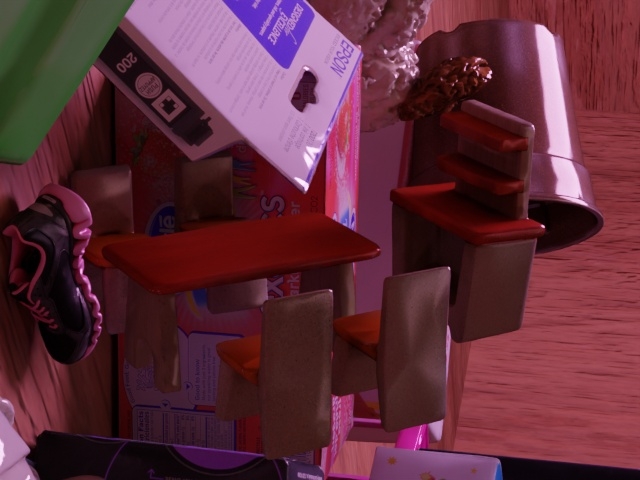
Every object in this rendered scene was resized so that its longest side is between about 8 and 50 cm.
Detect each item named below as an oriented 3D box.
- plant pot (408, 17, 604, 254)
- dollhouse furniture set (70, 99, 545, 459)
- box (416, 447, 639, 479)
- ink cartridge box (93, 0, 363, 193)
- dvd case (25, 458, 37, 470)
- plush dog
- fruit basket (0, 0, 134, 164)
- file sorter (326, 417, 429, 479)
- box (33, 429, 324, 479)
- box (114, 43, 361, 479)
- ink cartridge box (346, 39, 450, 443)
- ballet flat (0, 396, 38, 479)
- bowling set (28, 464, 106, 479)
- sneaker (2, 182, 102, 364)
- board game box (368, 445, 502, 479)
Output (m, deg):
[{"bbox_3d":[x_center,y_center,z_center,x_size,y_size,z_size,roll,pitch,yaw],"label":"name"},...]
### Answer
[{"bbox_3d":[0.145,-0.085,1.543,0.167,0.167,0.165,61,25,-70],"label":"plant pot"},{"bbox_3d":[0.000,0.000,1.122,0.262,0.259,0.135,30,-56,54],"label":"dollhouse furniture set"},{"bbox_3d":[0.213,0.255,1.562,0.184,0.261,0.103,68,29,-64],"label":"box"},{"bbox_3d":[-0.074,-0.135,1.144,0.208,0.045,0.206,44,29,-13],"label":"ink cartridge box"},{"bbox_3d":[-0.190,0.159,1.055,0.119,0.013,0.087,54,41,-71],"label":"dvd case"},{"bbox_3d":[0.011,-0.175,1.437,0.210,0.262,0.225,-54,149,-34],"label":"plush dog"},{"bbox_3d":[-0.127,-0.217,0.513,0.392,0.283,0.392,20,90,-79],"label":"fruit basket"},{"bbox_3d":[-0.008,0.314,1.613,0.202,0.182,0.290,-69,159,-53],"label":"file sorter"},{"bbox_3d":[-0.099,0.263,1.163,0.143,0.165,0.270,47,50,-76],"label":"box"},{"bbox_3d":[-0.057,0.013,1.328,0.142,0.154,0.300,-53,145,-72],"label":"box"},{"bbox_3d":[0.031,0.012,1.750,0.384,0.160,0.279,65,30,-68],"label":"ink cartridge box"},{"bbox_3d":[-0.171,0.203,0.864,0.147,0.147,0.409,-8,101,-79],"label":"ballet flat"},{"bbox_3d":[-0.115,0.266,0.958,0.154,0.200,0.287,-4,95,-52],"label":"bowling set"},{"bbox_3d":[-0.163,0.027,1.095,0.057,0.047,0.119,-39,136,-45],"label":"sneaker"},{"bbox_3d":[0.068,0.336,1.338,0.224,0.097,0.303,77,21,-51],"label":"board game box"}]
